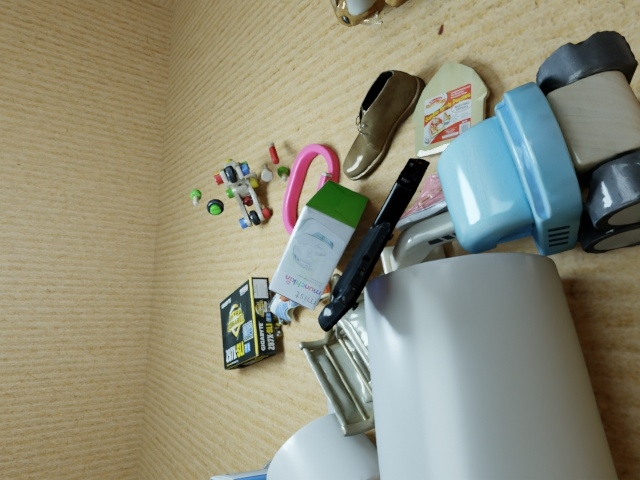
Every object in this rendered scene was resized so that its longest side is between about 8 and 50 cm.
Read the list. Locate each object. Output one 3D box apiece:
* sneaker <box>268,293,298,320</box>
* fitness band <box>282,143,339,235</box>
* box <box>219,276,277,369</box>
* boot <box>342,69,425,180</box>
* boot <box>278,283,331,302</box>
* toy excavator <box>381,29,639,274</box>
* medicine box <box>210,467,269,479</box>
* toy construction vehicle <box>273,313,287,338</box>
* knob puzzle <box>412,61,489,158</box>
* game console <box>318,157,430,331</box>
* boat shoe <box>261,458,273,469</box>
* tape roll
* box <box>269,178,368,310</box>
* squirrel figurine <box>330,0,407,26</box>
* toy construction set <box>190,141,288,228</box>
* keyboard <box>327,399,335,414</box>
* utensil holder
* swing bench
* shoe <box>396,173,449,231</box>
[{"bbox_3d":[-0.076,0.152,1.323,0.081,0.080,0.211,37,115,21],"label":"sneaker"},{"bbox_3d":[-0.038,-0.149,1.322,0.209,0.054,0.290,36,112,51],"label":"fitness band"},{"bbox_3d":[-0.260,0.297,1.515,0.322,0.079,0.257,-37,58,52],"label":"box"},{"bbox_3d":[0.120,-0.281,1.074,0.305,0.115,0.112,-56,45,34],"label":"boot"},{"bbox_3d":[-0.044,0.153,1.234,0.158,0.059,0.084,-24,72,13],"label":"boot"},{"bbox_3d":[0.263,-0.052,0.714,0.445,0.433,0.222,-17,68,22],"label":"toy excavator"},{"bbox_3d":[-0.133,0.743,1.105,0.149,0.264,0.289,-33,55,52],"label":"medicine box"},{"bbox_3d":[-0.130,0.255,1.406,0.086,0.035,0.098,122,141,-47],"label":"toy construction vehicle"},{"bbox_3d":[0.277,-0.283,0.926,0.213,0.030,0.213,-12,75,54],"label":"knob puzzle"},{"bbox_3d":[0.085,0.015,0.726,0.044,0.361,0.213,29,133,6],"label":"game console"},{"bbox_3d":[-0.167,0.795,1.297,0.097,0.117,0.324,18,105,51],"label":"boat shoe"},{"bbox_3d":[0.027,0.530,0.950,0.169,0.246,0.246,39,116,44],"label":"tape roll"},{"bbox_3d":[0.000,0.000,1.064,0.262,0.127,0.231,-58,-7,-67],"label":"box"},{"bbox_3d":[0.161,-0.703,1.015,0.370,0.281,0.397,-33,44,59],"label":"squirrel figurine"},{"bbox_3d":[-0.257,-0.226,1.529,0.309,0.257,0.237,-40,38,18],"label":"toy construction set"},{"bbox_3d":[0.049,0.502,1.132,0.072,0.014,0.256,-33,58,53],"label":"keyboard"},{"bbox_3d":[0.237,0.243,0.652,0.328,0.328,0.385,-27,61,49],"label":"utensil holder"},{"bbox_3d":[0.101,0.246,0.978,0.253,0.165,0.254,56,133,42],"label":"swing bench"},{"bbox_3d":[0.232,-0.084,0.934,0.178,0.063,0.081,-29,60,43],"label":"shoe"}]
